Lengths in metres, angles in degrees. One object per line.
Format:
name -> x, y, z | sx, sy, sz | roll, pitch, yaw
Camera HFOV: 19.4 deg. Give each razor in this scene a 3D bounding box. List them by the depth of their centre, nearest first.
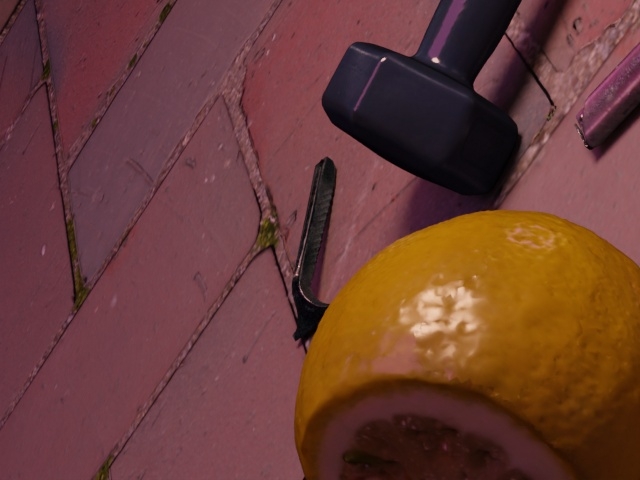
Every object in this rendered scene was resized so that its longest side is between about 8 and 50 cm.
razor -> -0.005, -0.002, 1.723 | 0.066, 0.033, 0.190 | -39, 34, 42

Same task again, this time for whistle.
whistle -> 0.245, -0.136, 1.354 | 0.176, 0.033, 0.033 | -49, 28, 31

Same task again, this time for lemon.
lemon -> 0.112, 0.090, 1.172 | 0.240, 0.240, 0.219 | -38, 14, 44

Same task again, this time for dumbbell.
dumbbell -> 0.134, -0.205, 1.507 | 0.325, 0.160, 0.144 | -62, -6, 1

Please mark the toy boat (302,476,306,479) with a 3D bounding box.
toy boat -> 0.047, 0.170, 1.416 | 0.392, 0.079, 0.136 | -60, 23, 2
